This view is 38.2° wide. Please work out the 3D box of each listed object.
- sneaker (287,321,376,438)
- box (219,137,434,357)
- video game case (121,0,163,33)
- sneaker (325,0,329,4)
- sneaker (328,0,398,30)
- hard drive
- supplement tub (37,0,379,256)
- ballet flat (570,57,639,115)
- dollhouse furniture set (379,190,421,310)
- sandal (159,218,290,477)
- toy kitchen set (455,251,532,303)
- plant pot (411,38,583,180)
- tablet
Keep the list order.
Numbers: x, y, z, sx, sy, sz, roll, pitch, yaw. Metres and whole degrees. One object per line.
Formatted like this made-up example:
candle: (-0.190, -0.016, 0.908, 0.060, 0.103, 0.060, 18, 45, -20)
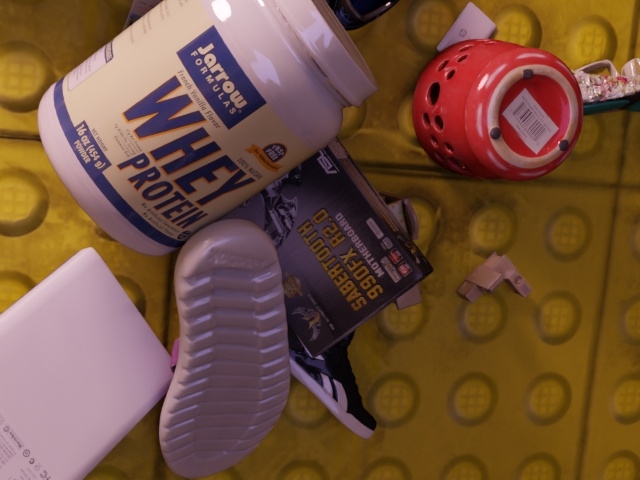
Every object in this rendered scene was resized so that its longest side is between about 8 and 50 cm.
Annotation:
sneaker: (0.030, 0.166, 1.264, 0.121, 0.079, 0.217, -46, 108, -5)
box: (0.000, 0.000, 1.152, 0.183, 0.056, 0.231, -38, 81, 22)
video game case: (-0.190, -0.258, 1.117, 0.087, 0.122, 0.011, 14, 50, -20)
sneaker: (-0.111, -0.308, 1.125, 0.283, 0.110, 0.122, 0, 115, -22)
sneaker: (0.102, -0.358, 1.200, 0.081, 0.090, 0.232, 44, 84, -19)
hard drive: (-0.327, 0.183, 1.086, 0.319, 0.040, 0.210, -46, 112, -40)
supplement tub: (-0.122, -0.158, 1.036, 0.325, 0.235, 0.235, -34, 108, 12)
ballet flat: (0.438, -0.226, 1.339, 0.241, 0.091, 0.077, -6, 78, -21)
dollhouse furniture set: (0.040, 0.040, 1.236, 0.182, 0.101, 0.161, -18, 104, -15)
sandal: (-0.121, 0.134, 1.163, 0.169, 0.102, 0.416, -5, 129, -23)
toy kitchen set: (0.258, 0.074, 1.331, 0.083, 0.068, 0.075, -44, 109, -7)
plant pot: (0.242, -0.173, 1.230, 0.191, 0.174, 0.191, -4, 101, -20)
tablet: (0.204, -0.284, 1.290, 0.054, 0.006, 0.083, 37, 86, -19)
